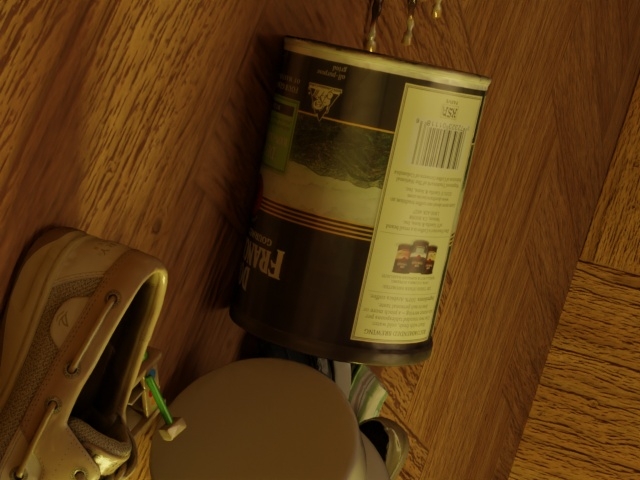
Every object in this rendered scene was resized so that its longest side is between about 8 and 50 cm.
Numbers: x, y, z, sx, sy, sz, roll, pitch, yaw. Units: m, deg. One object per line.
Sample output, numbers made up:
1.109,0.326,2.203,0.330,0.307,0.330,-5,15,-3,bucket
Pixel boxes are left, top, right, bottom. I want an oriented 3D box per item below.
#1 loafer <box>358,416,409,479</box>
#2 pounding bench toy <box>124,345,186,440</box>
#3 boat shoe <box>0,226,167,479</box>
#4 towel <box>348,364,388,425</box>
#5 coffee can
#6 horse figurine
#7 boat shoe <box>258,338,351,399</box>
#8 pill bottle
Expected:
0.031,0.342,1.586,0.268,0.102,0.092,-65,151,-25,loafer
-0.146,0.118,0.964,0.052,0.083,0.065,-50,149,-49,pounding bench toy
-0.185,0.146,0.860,0.109,0.098,0.302,15,91,-70,boat shoe
0.054,0.233,1.669,0.152,0.023,0.113,57,50,-64,towel
0.037,-0.041,1.162,0.201,0.201,0.275,-12,115,-68,coffee can
0.119,-0.322,1.376,0.263,0.066,0.174,-47,152,-48,horse figurine
-0.028,0.207,1.343,0.114,0.091,0.302,-122,-154,-51,boat shoe
-0.030,0.304,1.197,0.224,0.224,0.392,-61,153,-34,pill bottle
